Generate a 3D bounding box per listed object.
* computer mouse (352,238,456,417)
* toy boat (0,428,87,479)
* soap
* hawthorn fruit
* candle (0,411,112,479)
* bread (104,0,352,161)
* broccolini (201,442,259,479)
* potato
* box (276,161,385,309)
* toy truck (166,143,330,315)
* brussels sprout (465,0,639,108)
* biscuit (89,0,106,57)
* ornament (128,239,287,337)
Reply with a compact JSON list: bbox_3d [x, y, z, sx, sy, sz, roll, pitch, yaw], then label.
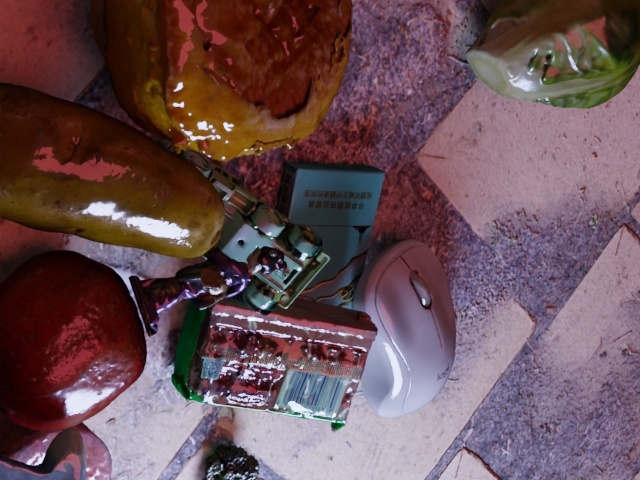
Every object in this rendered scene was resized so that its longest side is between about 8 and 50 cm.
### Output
[{"bbox_3d":[0.138,0.148,2.102,0.184,0.121,0.297,-31,133,-40],"label":"computer mouse"},{"bbox_3d":[-0.418,0.354,1.639,0.215,0.123,0.330,20,91,-24],"label":"toy boat"},{"bbox_3d":[-0.063,0.167,1.941,0.273,0.098,0.218,12,104,-22],"label":"soap"},{"bbox_3d":[-0.340,0.133,1.699,0.249,0.215,0.215,-35,127,-16],"label":"hawthorn fruit"},{"bbox_3d":[-0.433,0.358,1.765,0.317,0.131,0.287,-4,114,-36],"label":"candle"},{"bbox_3d":[-0.116,-0.280,1.613,0.337,0.204,0.358,-20,114,-53],"label":"bread"},{"bbox_3d":[-0.161,0.394,2.057,0.091,0.068,0.203,18,113,-29],"label":"broccolini"},{"bbox_3d":[-0.277,-0.070,1.626,0.369,0.176,0.195,22,121,-27],"label":"potato"},{"bbox_3d":[0.000,0.000,2.005,0.162,0.041,0.229,0,109,-36],"label":"box"},{"bbox_3d":[-0.124,-0.028,1.827,0.259,0.135,0.128,33,112,-19],"label":"toy truck"},{"bbox_3d":[0.359,-0.307,2.053,0.271,0.210,0.219,-27,147,-14],"label":"brussels sprout"},{"bbox_3d":[-0.211,-0.330,1.693,0.202,0.044,0.289,-36,126,-28],"label":"biscuit"},{"bbox_3d":[-0.146,0.044,1.756,0.203,0.088,0.081,-26,91,-1],"label":"ornament"}]
